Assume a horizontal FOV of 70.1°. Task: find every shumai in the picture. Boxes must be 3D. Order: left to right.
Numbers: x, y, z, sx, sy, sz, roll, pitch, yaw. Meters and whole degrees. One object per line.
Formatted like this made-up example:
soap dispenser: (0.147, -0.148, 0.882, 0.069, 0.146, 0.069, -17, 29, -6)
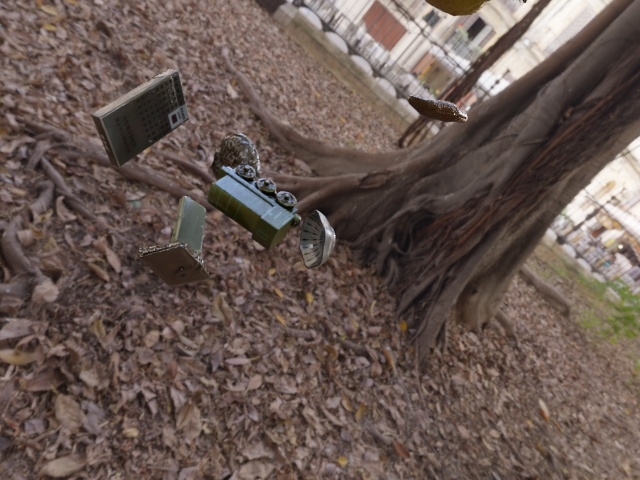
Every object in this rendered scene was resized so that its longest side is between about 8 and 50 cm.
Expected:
shumai: (-0.286, -0.264, 1.677, 0.218, 0.184, 0.185, 70, 18, 8)

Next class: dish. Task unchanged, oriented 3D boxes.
dish: (0.000, 0.000, 1.436, 0.066, 0.190, 0.190, 3, 42, -27)

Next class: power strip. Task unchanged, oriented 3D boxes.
power strip: (-0.319, -0.029, 1.109, 0.076, 0.028, 0.169, 37, 37, -39)

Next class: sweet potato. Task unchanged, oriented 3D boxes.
sweet potato: (0.371, -0.386, 1.372, 0.255, 0.058, 0.078, 4, 13, -33)

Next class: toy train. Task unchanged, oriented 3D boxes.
toy train: (-0.156, -0.085, 1.047, 0.225, 0.090, 0.137, 34, 40, 7)

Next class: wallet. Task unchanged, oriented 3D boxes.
wallet: (-0.323, 0.057, 1.024, 0.152, 0.118, 0.038, 69, 10, -54)

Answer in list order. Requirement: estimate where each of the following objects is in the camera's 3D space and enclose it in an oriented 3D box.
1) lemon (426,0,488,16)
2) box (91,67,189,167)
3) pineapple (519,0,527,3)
lemon: (0.293, -0.577, 0.973, 0.181, 0.181, 0.193, 17, 49, -46)
box: (-0.553, -0.391, 1.442, 0.047, 0.180, 0.325, 22, 50, 20)
pineapple: (0.546, -0.717, 1.299, 0.124, 0.058, 0.058, 37, 19, 23)
